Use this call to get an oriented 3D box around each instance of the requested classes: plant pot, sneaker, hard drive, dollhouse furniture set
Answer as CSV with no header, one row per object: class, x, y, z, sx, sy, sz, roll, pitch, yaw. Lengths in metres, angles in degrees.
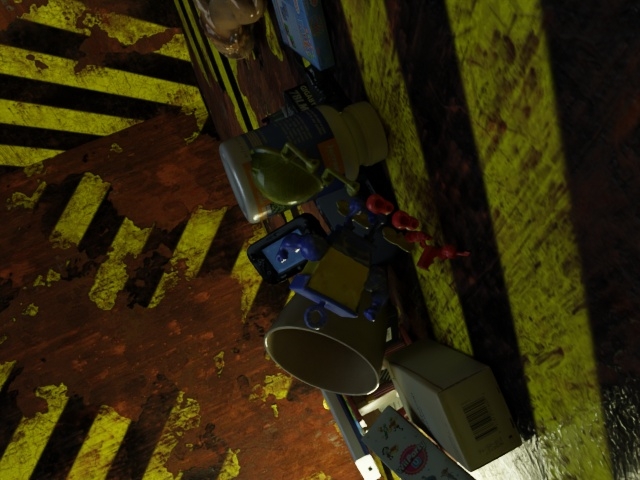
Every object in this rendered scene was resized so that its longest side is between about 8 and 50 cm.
plant pot,0.046,0.154,1.422,0.256,0.256,0.274,90,-160,-52
sneaker,-0.113,-0.281,1.796,0.224,0.098,0.083,82,162,-57
hard drive,0.047,0.411,1.579,0.319,0.040,0.210,61,175,34
dollhouse furniture set,0.158,0.368,1.618,0.152,0.201,0.374,61,175,25
sneaker,-0.001,-0.308,1.277,0.089,0.051,0.170,67,175,-30

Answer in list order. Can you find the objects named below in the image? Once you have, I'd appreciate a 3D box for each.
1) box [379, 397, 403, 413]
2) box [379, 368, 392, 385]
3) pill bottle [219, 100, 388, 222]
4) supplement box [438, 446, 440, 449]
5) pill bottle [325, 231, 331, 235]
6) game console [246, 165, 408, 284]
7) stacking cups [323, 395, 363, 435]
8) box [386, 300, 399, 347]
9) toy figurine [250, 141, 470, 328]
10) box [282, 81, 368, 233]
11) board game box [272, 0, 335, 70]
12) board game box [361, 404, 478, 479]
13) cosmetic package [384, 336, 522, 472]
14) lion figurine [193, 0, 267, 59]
box,0.183,0.475,1.973,0.087,0.101,0.102,-143,33,-71
box,0.120,0.325,1.888,0.094,0.113,0.275,92,155,-71
pill bottle,-0.026,-0.146,1.136,0.152,0.272,0.152,157,90,-80
supplement box,0.281,0.595,1.740,0.036,0.098,0.062,59,167,19
pill bottle,0.045,0.100,1.755,0.246,0.130,0.130,76,166,-47
game console,0.000,0.000,1.319,0.213,0.361,0.044,60,-146,-1
stacking cups,0.149,0.533,1.877,0.316,0.096,0.096,30,149,37
box,0.123,0.184,1.643,0.158,0.093,0.156,58,167,36
toy figurine,0.018,0.030,0.999,0.362,0.217,0.191,29,175,-21
box,0.016,-0.157,1.480,0.293,0.073,0.295,59,167,32
board game box,-0.043,-0.434,1.246,0.211,0.039,0.160,-125,15,-52
board game box,0.247,0.476,1.259,0.224,0.097,0.303,45,170,-36
cosmetic package,0.239,0.298,1.238,0.160,0.113,0.309,66,169,-4
lion figurine,-0.210,-0.565,1.557,0.240,0.142,0.392,62,168,-17
